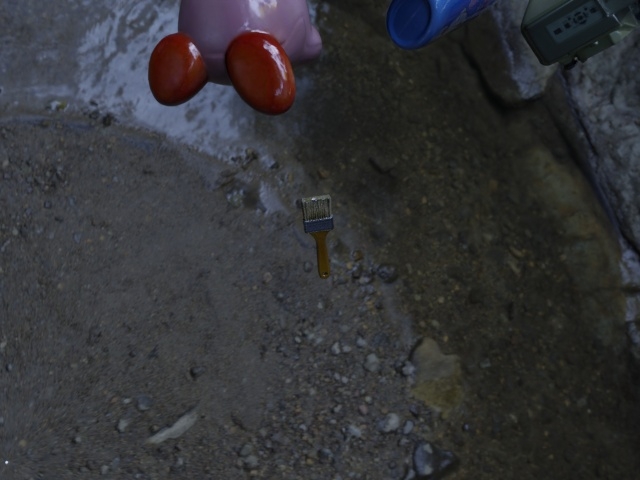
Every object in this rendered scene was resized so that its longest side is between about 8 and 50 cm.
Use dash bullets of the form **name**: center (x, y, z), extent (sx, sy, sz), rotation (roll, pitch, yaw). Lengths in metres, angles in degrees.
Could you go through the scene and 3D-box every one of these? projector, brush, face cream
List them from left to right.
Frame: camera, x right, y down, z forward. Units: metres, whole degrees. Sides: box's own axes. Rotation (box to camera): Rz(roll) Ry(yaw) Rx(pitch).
- **brush**: center (0.000, 0.000, 0.872), extent (0.043, 0.170, 0.014), rotation (-8, 46, -1)
- **face cream**: center (0.211, -0.379, 0.946), extent (0.264, 0.149, 0.083), rotation (-37, 88, -36)
- **projector**: center (0.368, -0.311, 0.679), extent (0.088, 0.269, 0.194), rotation (49, 41, -16)

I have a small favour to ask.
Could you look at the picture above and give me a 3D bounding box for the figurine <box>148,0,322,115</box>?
- **figurine**: center (-0.131, -0.359, 1.000), extent (0.269, 0.211, 0.261), rotation (11, 42, 22)
